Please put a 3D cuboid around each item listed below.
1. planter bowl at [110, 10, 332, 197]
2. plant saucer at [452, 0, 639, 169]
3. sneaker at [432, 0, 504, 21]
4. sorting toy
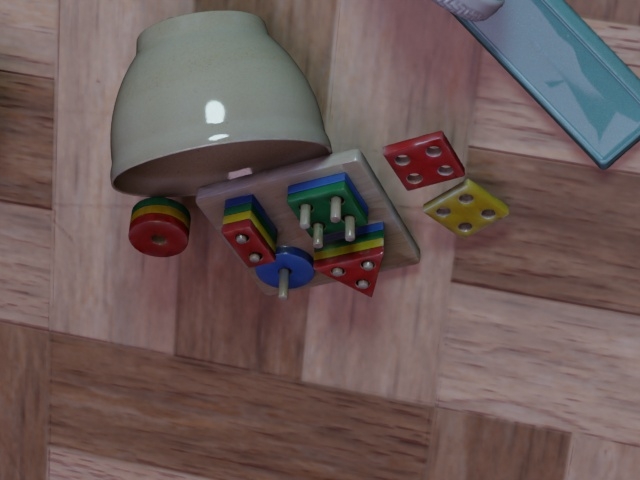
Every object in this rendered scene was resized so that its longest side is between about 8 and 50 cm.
[{"bbox_3d":[-0.080,-0.103,1.102,0.162,0.162,0.109,-12,81,19],"label":"planter bowl"},{"bbox_3d":[0.163,-0.137,1.088,0.192,0.018,0.067,46,114,-4],"label":"plant saucer"},{"bbox_3d":[0.080,-0.286,1.001,0.153,0.101,0.268,-30,95,25],"label":"sneaker"},{"bbox_3d":[0.000,0.000,1.134,0.275,0.046,0.132,-13,140,19],"label":"sorting toy"}]
